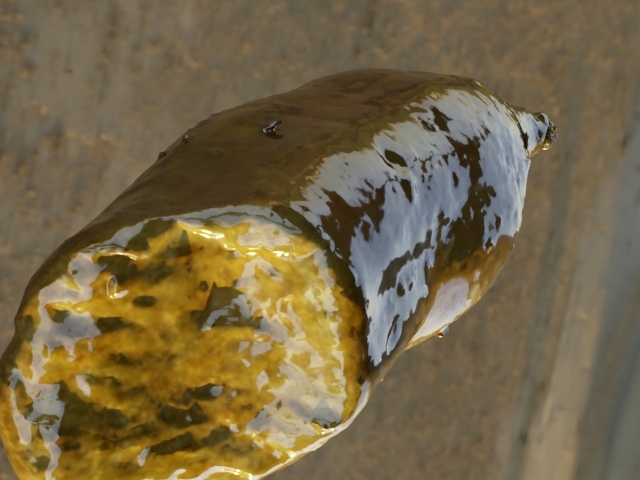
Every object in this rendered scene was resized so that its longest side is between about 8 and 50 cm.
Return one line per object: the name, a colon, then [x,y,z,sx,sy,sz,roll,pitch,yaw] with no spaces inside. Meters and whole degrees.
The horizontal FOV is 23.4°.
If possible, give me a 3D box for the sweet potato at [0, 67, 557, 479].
sweet potato: [0.000,0.000,0.732,0.369,0.157,0.158,-38,136,-54]
